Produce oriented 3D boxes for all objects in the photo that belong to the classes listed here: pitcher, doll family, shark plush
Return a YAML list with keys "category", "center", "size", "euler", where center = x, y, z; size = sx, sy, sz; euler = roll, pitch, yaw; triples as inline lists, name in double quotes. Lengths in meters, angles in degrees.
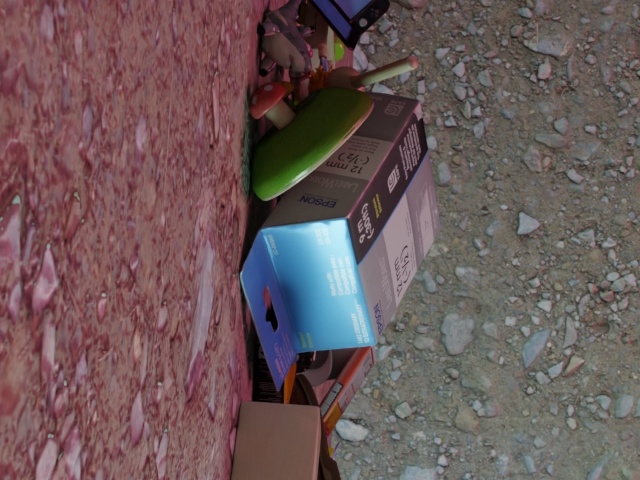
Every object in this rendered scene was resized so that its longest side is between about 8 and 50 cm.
- category: "pitcher"
  center: [-0.006, 0.161, 2.079]
  size: [0.207, 0.125, 0.177]
  euler: [2, 76, -75]
- category: "doll family"
  center: [-0.004, -0.182, 1.686]
  size: [0.163, 0.118, 0.263]
  euler: [-9, 103, -86]
- category: "shark plush"
  center: [-0.038, -0.260, 1.507]
  size: [0.161, 0.067, 0.073]
  euler: [-80, 172, -58]

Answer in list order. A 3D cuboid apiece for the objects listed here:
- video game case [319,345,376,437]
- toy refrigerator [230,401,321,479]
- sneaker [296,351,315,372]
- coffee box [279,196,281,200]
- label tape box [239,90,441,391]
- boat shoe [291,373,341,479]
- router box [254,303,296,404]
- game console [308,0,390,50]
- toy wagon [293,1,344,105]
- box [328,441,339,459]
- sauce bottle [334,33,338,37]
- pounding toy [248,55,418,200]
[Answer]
- category: "video game case"
  center: [0.010, 0.305, 2.031]
  size: [0.285, 0.025, 0.204]
  euler: [-57, 169, -11]
- category: "toy refrigerator"
  center: [-0.061, 0.342, 1.455]
  size: [0.094, 0.102, 0.269]
  euler: [87, 7, -59]
- category: "sneaker"
  center: [-0.035, 0.090, 1.831]
  size: [0.106, 0.078, 0.234]
  euler: [-86, -179, -50]
- category: "coffee box"
  center: [-0.038, -0.099, 1.831]
  size: [0.113, 0.040, 0.184]
  euler: [52, 42, -85]
- category: "label tape box"
  center: [0.037, 0.007, 1.568]
  size: [0.347, 0.115, 0.249]
  euler: [-60, 150, -36]
- category: "boat shoe"
  center: [-0.036, 0.325, 1.812]
  size: [0.307, 0.104, 0.110]
  euler: [-111, -172, -52]
- category: "router box"
  center: [-0.062, 0.180, 1.691]
  size: [0.179, 0.046, 0.133]
  euler: [-73, 166, -74]
- category: "game console"
  center: [0.037, -0.391, 1.886]
  size: [0.144, 0.124, 0.085]
  euler: [49, -7, -15]
- category: "toy wagon"
  center: [-0.001, -0.253, 2.052]
  size: [0.344, 0.068, 0.267]
  euler: [88, 7, -57]
- category: "box"
  center: [-0.029, 0.404, 1.901]
  size: [0.178, 0.042, 0.109]
  euler: [-57, 171, -54]
- category: "sauce bottle"
  center: [0.020, -0.437, 2.391]
  size: [0.042, 0.042, 0.128]
  euler: [-81, 175, -56]
- category: "pounding toy"
  center: [-0.021, -0.166, 1.449]
  size: [0.237, 0.110, 0.183]
  euler: [-47, -167, -23]
